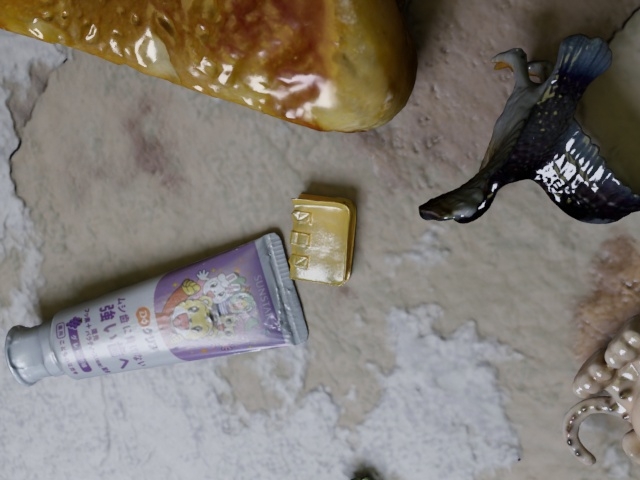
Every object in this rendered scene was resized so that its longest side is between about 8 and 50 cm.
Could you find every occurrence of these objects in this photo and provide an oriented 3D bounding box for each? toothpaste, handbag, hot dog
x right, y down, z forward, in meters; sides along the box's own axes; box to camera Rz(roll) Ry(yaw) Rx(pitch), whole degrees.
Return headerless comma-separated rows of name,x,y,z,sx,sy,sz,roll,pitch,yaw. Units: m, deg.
toothpaste,-0.167,0.083,0.949,0.299,0.073,0.113,-15,95,12
handbag,0.000,0.000,0.896,0.061,0.027,0.083,9,104,15
hot dog,-0.098,-0.243,0.799,0.405,0.185,0.223,19,106,14

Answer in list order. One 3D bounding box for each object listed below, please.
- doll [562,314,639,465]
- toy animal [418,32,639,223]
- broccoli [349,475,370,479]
doll,0.335,0.184,0.779,0.278,0.119,0.154,35,122,15
toy animal,0.174,-0.075,0.789,0.273,0.197,0.160,8,85,-27
broccoli,0.060,0.328,0.908,0.122,0.118,0.204,-21,77,31
